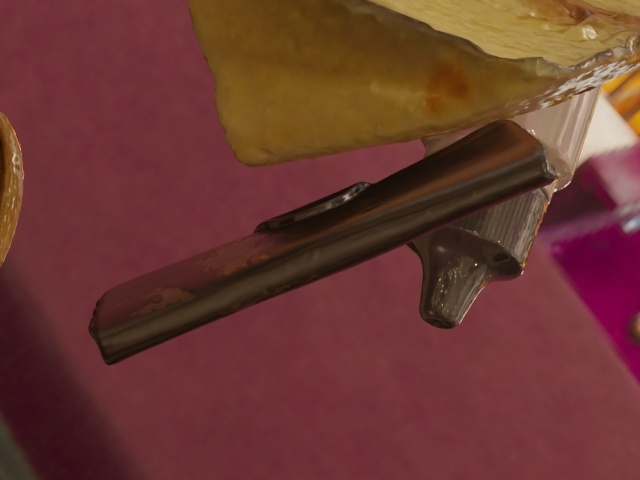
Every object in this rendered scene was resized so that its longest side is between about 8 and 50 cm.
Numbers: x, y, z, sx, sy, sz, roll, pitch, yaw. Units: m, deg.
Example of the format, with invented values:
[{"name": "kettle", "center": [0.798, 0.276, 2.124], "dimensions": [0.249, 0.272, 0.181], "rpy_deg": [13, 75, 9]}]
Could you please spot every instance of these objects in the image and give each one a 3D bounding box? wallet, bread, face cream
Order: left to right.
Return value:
[{"name": "wallet", "center": [0.000, 0.000, 0.594], "dimensions": [0.082, 0.157, 0.018], "rpy_deg": [-100, 168, -78]}, {"name": "bread", "center": [0.070, -0.123, 0.802], "dimensions": [0.240, 0.178, 0.135], "rpy_deg": [-26, 103, -58]}, {"name": "face cream", "center": [0.114, -0.094, 1.006], "dimensions": [0.092, 0.092, 0.311], "rpy_deg": [27, 70, -23]}]

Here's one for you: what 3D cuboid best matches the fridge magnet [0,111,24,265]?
[{"name": "fridge magnet", "center": [-0.207, -0.012, 0.908], "dimensions": [0.063, 0.143, 0.143], "rpy_deg": [34, 36, -48]}]
